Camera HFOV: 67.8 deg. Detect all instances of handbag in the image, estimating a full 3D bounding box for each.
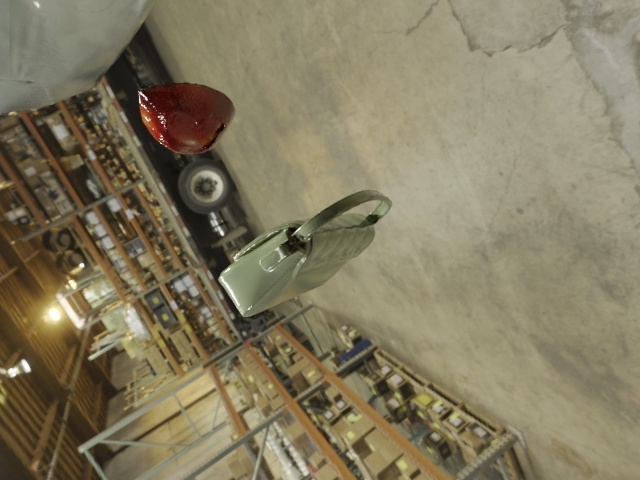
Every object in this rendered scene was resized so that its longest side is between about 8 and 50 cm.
[{"bbox_3d":[0.000,0.000,0.651,0.079,0.219,0.256,54,-157,10],"label":"handbag"}]

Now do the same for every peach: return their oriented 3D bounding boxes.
[{"bbox_3d":[-0.284,-0.258,1.042,0.068,0.189,0.279,62,-162,16],"label":"peach"}]

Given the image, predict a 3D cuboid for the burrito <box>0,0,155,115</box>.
[{"bbox_3d":[-0.151,-0.270,0.340,0.445,0.138,0.101,-47,56,26],"label":"burrito"}]
